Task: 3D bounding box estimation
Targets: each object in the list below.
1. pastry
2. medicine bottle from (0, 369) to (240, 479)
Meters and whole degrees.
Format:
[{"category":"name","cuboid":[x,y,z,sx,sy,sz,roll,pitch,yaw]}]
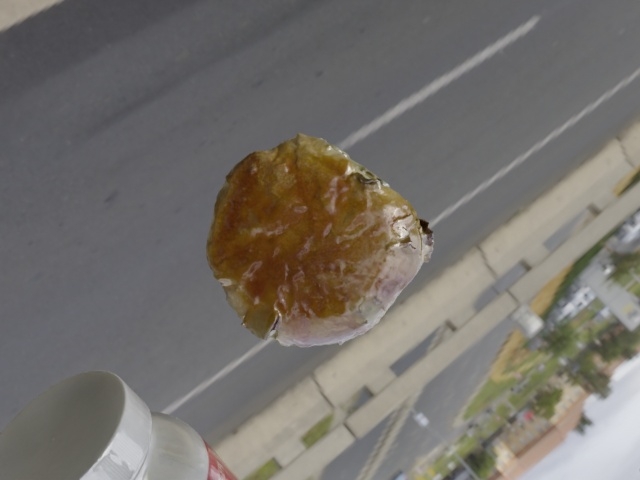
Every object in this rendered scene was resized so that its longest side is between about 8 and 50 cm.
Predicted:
[{"category":"pastry","cuboid":[0.000,0.000,0.947,0.229,0.218,0.100,1,177,13]},{"category":"medicine bottle","cuboid":[-0.100,0.205,0.609,0.131,0.250,0.131,-24,-147,16]}]
